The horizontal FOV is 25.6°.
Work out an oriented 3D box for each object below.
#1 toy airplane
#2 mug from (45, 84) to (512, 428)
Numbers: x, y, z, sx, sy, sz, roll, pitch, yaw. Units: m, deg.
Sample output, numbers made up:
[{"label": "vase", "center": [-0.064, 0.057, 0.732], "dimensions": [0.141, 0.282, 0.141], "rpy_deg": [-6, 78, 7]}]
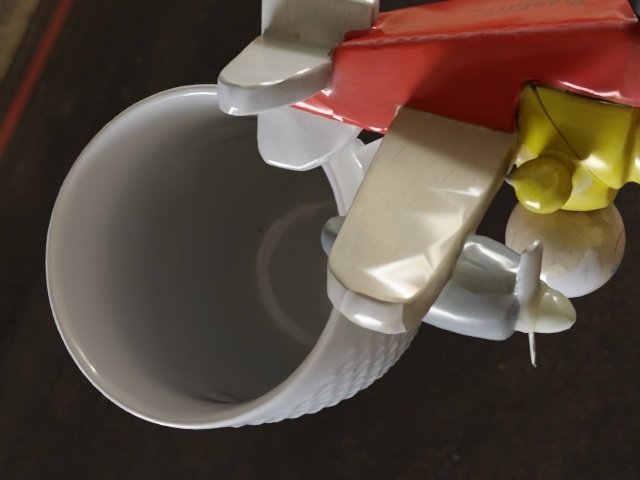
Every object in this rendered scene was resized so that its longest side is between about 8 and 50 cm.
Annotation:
[{"label": "toy airplane", "center": [0.125, -0.077, 0.984], "dimensions": [0.386, 0.272, 0.384], "rpy_deg": [-26, 26, -14]}, {"label": "mug", "center": [0.000, 0.000, 1.243], "dimensions": [0.374, 0.328, 0.276], "rpy_deg": [-30, 75, 18]}]
